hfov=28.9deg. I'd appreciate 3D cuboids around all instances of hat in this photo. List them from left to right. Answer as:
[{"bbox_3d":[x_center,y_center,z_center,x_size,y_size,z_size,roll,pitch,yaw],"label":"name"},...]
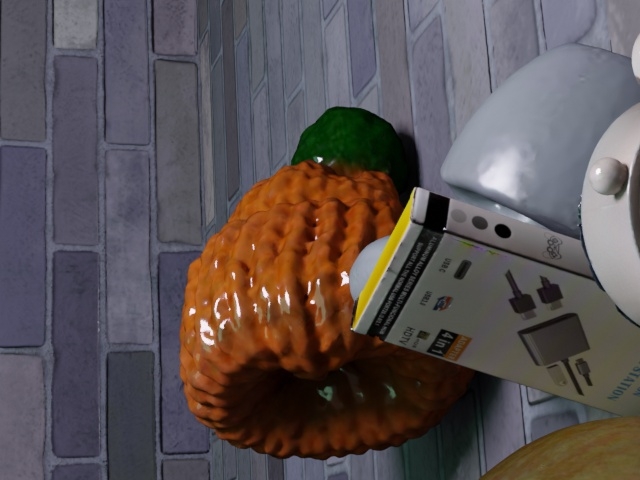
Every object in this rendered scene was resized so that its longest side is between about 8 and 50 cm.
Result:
[{"bbox_3d":[0.000,0.000,1.252,0.285,0.285,0.400,114,157,-51],"label":"hat"}]

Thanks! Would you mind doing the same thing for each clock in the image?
[{"bbox_3d":[0.225,-0.015,0.712,0.229,0.155,0.063,68,163,-2],"label":"clock"}]

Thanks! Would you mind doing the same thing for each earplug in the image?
[{"bbox_3d":[0.151,-0.001,0.897,0.325,0.214,0.175,123,160,-49],"label":"earplug"}]

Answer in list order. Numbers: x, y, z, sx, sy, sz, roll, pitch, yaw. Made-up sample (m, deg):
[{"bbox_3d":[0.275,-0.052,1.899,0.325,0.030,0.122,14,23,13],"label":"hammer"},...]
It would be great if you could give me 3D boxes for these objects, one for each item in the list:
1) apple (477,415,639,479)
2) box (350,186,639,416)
[{"bbox_3d":[0.169,0.234,0.747,0.257,0.234,0.257,180,90,-76],"label":"apple"},{"bbox_3d":[0.153,0.050,0.791,0.129,0.247,0.033,112,173,-50],"label":"box"}]
